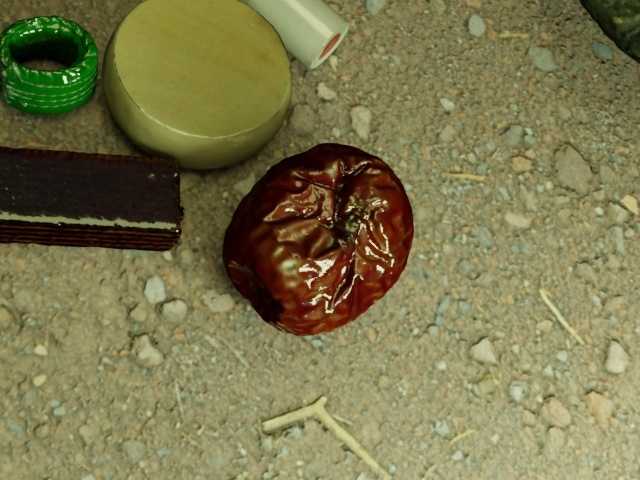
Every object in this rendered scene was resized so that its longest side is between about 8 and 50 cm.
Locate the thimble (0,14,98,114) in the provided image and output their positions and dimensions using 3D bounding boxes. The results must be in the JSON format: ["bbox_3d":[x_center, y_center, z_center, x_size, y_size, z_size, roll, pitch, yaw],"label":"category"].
[{"bbox_3d":[-0.353,-0.225,1.582,0.130,0.090,0.118,-25,73,-26],"label":"thimble"}]

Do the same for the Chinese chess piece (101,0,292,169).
[{"bbox_3d":[-0.162,-0.211,1.628,0.251,0.097,0.250,7,64,-14],"label":"Chinese chess piece"}]

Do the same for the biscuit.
[{"bbox_3d":[-0.356,-0.055,1.514,0.389,0.073,0.107,3,67,-15],"label":"biscuit"}]

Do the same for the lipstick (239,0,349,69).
[{"bbox_3d":[-0.108,-0.375,1.722,0.327,0.087,0.087,42,62,5],"label":"lipstick"}]

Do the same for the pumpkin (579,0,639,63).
[{"bbox_3d":[0.558,-0.428,1.797,0.455,0.344,0.454,14,48,-16],"label":"pumpkin"}]

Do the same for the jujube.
[{"bbox_3d":[0.000,0.000,1.528,0.232,0.213,0.213,-40,82,-22],"label":"jujube"}]
